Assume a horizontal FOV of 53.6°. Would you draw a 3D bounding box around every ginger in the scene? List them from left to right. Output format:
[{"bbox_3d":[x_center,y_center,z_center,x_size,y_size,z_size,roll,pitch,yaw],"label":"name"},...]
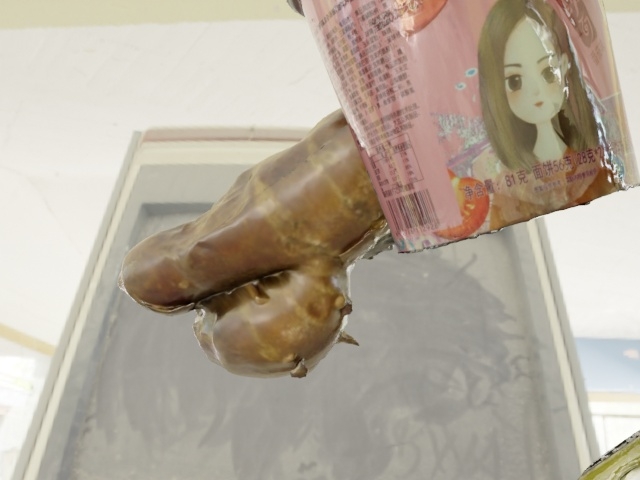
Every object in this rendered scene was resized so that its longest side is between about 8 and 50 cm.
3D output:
[{"bbox_3d":[0.000,0.000,0.714,0.254,0.418,0.176,50,5,-15],"label":"ginger"}]

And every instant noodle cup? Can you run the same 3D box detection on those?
[{"bbox_3d":[0.119,-0.125,0.497,0.243,0.231,0.243,-18,0,0],"label":"instant noodle cup"}]

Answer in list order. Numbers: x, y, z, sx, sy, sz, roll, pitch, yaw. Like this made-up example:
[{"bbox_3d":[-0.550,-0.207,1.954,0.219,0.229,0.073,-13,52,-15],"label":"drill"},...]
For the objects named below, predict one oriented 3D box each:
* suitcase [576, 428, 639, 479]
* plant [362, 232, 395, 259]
[{"bbox_3d":[0.367,0.252,0.581,0.235,0.194,0.143,-43,-29,15],"label":"suitcase"},{"bbox_3d":[0.097,-0.063,0.893,0.275,0.149,0.146,-20,-6,-15],"label":"plant"}]
